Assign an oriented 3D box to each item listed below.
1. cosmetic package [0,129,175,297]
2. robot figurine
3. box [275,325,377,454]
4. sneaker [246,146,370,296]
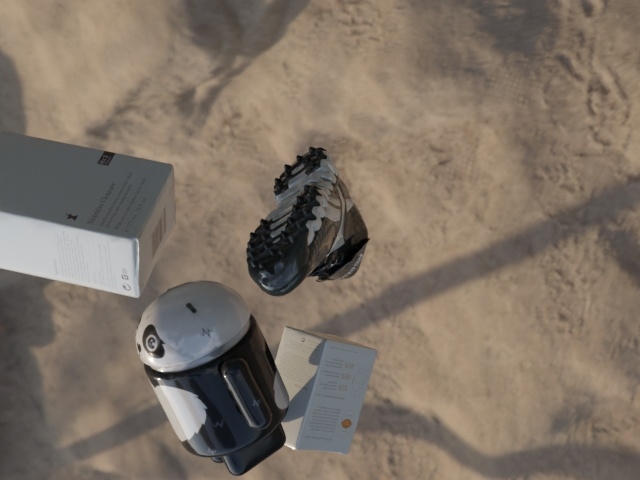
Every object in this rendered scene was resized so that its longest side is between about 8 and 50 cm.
[{"bbox_3d":[-0.472,-0.055,1.917,0.384,0.217,0.156,11,134,5],"label":"cosmetic package"},{"bbox_3d":[-0.150,0.192,1.503,0.209,0.173,0.278,-11,114,23],"label":"robot figurine"},{"bbox_3d":[-0.005,0.230,1.640,0.091,0.130,0.171,15,88,42],"label":"box"},{"bbox_3d":[0.000,0.000,0.956,0.078,0.234,0.106,-33,107,19],"label":"sneaker"}]
